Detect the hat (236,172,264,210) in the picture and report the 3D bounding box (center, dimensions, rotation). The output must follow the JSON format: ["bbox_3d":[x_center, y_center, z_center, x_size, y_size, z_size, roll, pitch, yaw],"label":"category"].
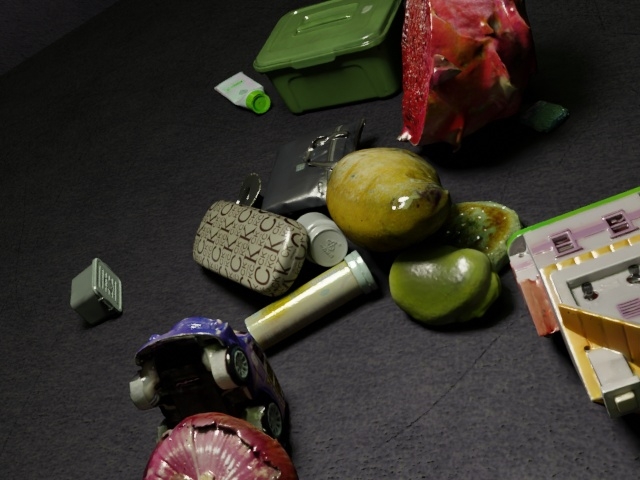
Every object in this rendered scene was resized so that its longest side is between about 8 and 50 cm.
[{"bbox_3d":[-0.140,-0.074,1.688,0.121,0.050,0.121,-47,27,33],"label":"hat"}]

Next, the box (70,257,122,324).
[{"bbox_3d":[-0.441,0.103,1.663,0.069,0.084,0.122,-32,34,8],"label":"box"}]

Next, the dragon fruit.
[{"bbox_3d":[0.265,-0.347,1.531,0.248,0.371,0.386,-1,28,-2],"label":"dragon fruit"}]

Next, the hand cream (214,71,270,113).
[{"bbox_3d":[-0.191,-0.373,2.118,0.079,0.050,0.275,-9,25,-21],"label":"hand cream"}]

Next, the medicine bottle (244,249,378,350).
[{"bbox_3d":[-0.016,0.101,1.389,0.218,0.074,0.074,-31,36,1],"label":"medicine bottle"}]

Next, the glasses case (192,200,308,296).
[{"bbox_3d":[-0.132,0.008,1.510,0.354,0.085,0.137,16,85,58],"label":"glasses case"}]

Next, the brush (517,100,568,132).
[{"bbox_3d":[0.377,-0.246,1.595,0.070,0.021,0.196,-39,35,-12],"label":"brush"}]

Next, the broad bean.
[{"bbox_3d":[0.188,0.066,1.278,0.174,0.082,0.125,-8,70,38],"label":"broad bean"}]

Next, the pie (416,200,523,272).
[{"bbox_3d":[0.234,0.000,1.367,0.186,0.041,0.187,-18,38,15],"label":"pie"}]

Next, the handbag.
[{"bbox_3d":[-0.014,-0.134,1.660,0.211,0.089,0.254,-18,37,24],"label":"handbag"}]

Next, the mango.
[{"bbox_3d":[0.110,-0.059,1.377,0.177,0.175,0.329,-57,19,14],"label":"mango"}]

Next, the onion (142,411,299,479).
[{"bbox_3d":[-0.122,0.335,1.113,0.229,0.163,0.230,-2,85,20],"label":"onion"}]

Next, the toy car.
[{"bbox_3d":[-0.152,0.206,1.223,0.172,0.235,0.158,-15,26,17],"label":"toy car"}]

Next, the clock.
[{"bbox_3d":[0.386,0.091,1.053,0.235,0.166,0.310,-21,29,11],"label":"clock"}]

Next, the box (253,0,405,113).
[{"bbox_3d":[0.045,-0.420,1.901,0.328,0.178,0.253,-6,39,31],"label":"box"}]

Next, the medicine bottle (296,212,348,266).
[{"bbox_3d":[0.000,0.000,1.462,0.080,0.080,0.130,-32,17,-5],"label":"medicine bottle"}]
